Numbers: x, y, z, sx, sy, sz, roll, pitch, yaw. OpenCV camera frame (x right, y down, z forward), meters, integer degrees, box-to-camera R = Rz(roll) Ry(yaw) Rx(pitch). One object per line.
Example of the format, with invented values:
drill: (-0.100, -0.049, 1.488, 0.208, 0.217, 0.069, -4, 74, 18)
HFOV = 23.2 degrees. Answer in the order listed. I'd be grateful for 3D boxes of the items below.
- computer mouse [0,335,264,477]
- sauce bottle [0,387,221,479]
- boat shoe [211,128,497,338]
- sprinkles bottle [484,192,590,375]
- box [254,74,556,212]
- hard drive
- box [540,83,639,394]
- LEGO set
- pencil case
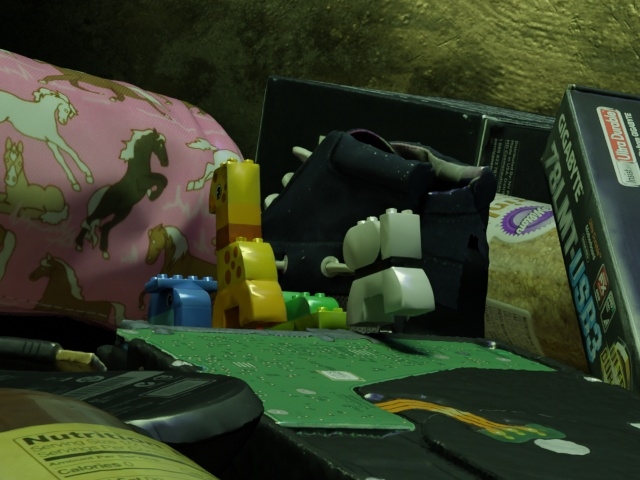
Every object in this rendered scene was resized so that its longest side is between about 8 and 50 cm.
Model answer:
computer mouse: (-0.123, 0.080, 0.628, 0.262, 0.060, 0.184, -2, 6, 25)
sauce bottle: (-0.055, 0.096, 0.332, 0.111, 0.111, 0.344, 5, 5, -29)
boat shoe: (0.000, 0.000, 1.037, 0.127, 0.158, 0.340, 4, 8, -35)
sprinkles bottle: (0.166, 0.032, 1.146, 0.121, 0.121, 0.355, 4, 7, -35)
box: (0.135, -0.055, 1.610, 0.294, 0.183, 0.296, 0, 12, -46)
hard drive: (0.067, 0.100, 0.651, 0.237, 0.064, 0.339, 5, 8, -28)
box: (0.294, 0.033, 0.910, 0.293, 0.073, 0.295, 9, 37, -8)
LEGO set: (-0.035, 0.010, 0.857, 0.087, 0.093, 0.227, 4, -14, -29)
pencil case: (-0.220, -0.032, 0.918, 0.386, 0.167, 0.160, 8, 24, -42)
